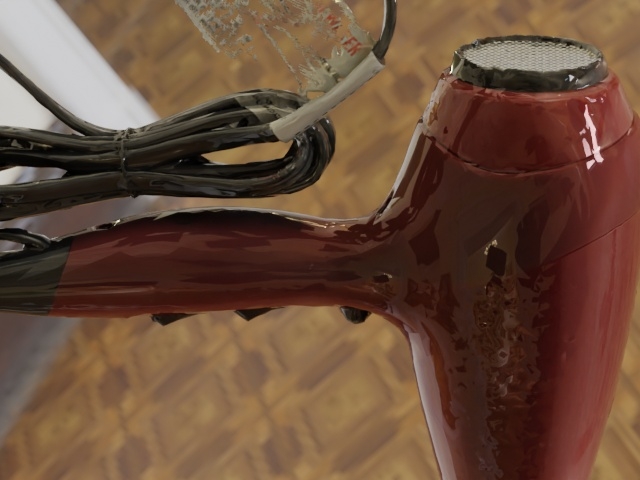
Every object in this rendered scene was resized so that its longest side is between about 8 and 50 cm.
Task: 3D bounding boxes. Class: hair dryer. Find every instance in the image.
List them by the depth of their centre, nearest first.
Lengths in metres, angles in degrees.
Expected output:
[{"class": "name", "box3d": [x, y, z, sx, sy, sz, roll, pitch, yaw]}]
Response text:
[{"class": "hair dryer", "box3d": [0.000, 0.000, 0.641, 0.223, 0.293, 0.080, -36, 12, 20]}]
